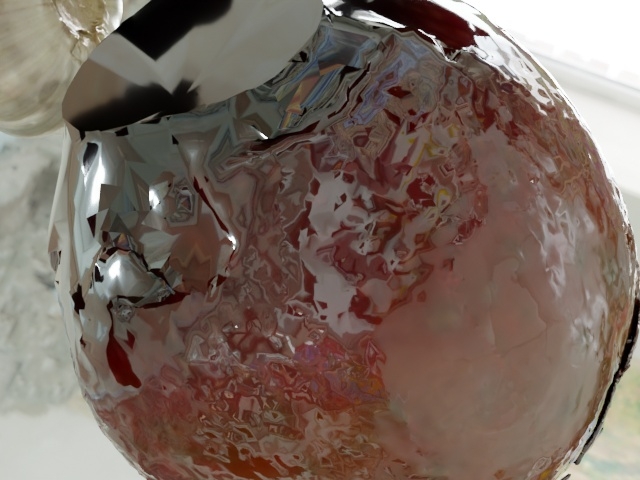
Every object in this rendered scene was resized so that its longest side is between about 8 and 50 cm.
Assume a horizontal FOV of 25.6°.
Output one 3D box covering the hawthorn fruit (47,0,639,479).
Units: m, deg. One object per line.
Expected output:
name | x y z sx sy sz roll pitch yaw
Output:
hawthorn fruit | 0.007 0.006 0.683 0.316 0.316 0.316 -55 -21 -34

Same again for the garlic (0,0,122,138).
garlic | -0.284 -0.159 1.184 0.199 0.226 0.199 47 -148 -41
